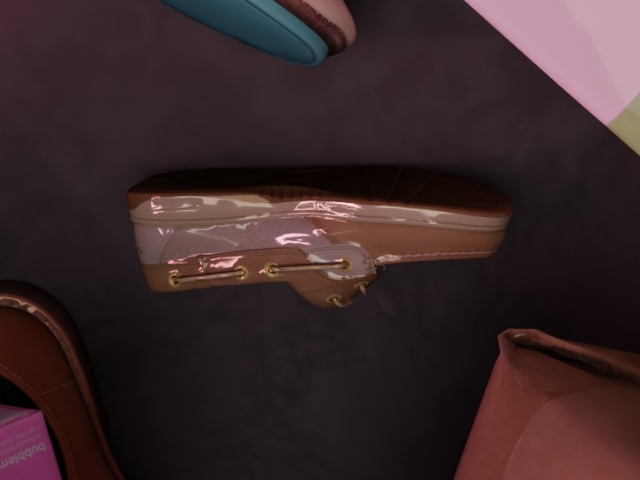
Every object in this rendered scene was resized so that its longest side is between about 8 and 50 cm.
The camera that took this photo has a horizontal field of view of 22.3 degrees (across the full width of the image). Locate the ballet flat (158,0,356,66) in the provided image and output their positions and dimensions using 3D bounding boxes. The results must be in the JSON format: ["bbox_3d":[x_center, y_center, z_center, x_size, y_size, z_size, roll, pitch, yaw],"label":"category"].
[{"bbox_3d":[-0.091,-0.141,0.530,0.248,0.086,0.086,24,104,0],"label":"ballet flat"}]

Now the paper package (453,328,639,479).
[{"bbox_3d":[0.162,0.216,0.494,0.309,0.168,0.325,11,105,-24],"label":"paper package"}]

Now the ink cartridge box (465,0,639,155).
[{"bbox_3d":[0.030,-0.161,0.444,0.353,0.207,0.119,40,104,-6],"label":"ink cartridge box"}]

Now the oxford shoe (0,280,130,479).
[{"bbox_3d":[-0.089,0.122,0.589,0.076,0.076,0.212,-26,102,7],"label":"oxford shoe"}]

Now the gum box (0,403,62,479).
[{"bbox_3d":[-0.142,0.110,0.538,0.062,0.188,0.107,-23,104,-36],"label":"gum box"}]

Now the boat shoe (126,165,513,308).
[{"bbox_3d":[0.000,0.000,0.569,0.135,0.050,0.045,2,107,14],"label":"boat shoe"}]
